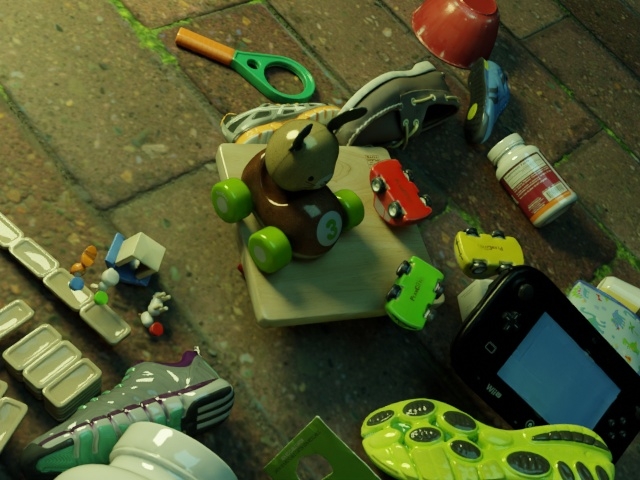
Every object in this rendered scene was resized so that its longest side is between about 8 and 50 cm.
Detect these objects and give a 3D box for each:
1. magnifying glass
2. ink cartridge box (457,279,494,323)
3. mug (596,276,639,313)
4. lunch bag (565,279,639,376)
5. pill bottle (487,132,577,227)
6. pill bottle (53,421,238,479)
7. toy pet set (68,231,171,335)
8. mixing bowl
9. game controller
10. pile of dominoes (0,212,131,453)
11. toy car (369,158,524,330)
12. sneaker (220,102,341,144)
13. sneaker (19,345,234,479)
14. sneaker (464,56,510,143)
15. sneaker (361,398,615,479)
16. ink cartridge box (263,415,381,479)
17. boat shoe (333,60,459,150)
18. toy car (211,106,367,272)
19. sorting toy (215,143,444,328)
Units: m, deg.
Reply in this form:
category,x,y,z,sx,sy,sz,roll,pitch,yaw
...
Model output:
category,x,y,z,sx,sy,sz,roll,pitch,yaw
magnifying glass,-0.118,-0.281,1.113,0.231,0.026,0.092,22,52,-13
ink cartridge box,0.266,0.138,0.983,0.109,0.063,0.150,8,55,-21
mug,0.476,0.094,1.118,0.064,0.062,0.078,36,43,11
lunch bag,0.413,0.154,1.022,0.151,0.096,0.128,29,50,7
pill bottle,0.354,-0.103,1.176,0.086,0.086,0.152,-22,70,-35
pill bottle,-0.195,0.316,0.564,0.182,0.181,0.323,32,50,-2
toy pet set,-0.235,0.045,0.804,0.122,0.065,0.114,40,44,-32
mixing bowl,0.279,-0.435,1.359,0.182,0.098,0.181,12,53,-17
game controller,0.299,0.177,0.889,0.319,0.067,0.166,43,74,-20
pile of dominoes,-0.351,0.096,0.749,0.251,0.040,0.196,38,50,13
toy car,0.131,0.028,0.885,0.239,0.053,0.225,33,51,-2
sneaker,-0.051,-0.173,1.036,0.215,0.084,0.083,-17,49,-40
sneaker,-0.208,0.181,0.735,0.224,0.083,0.098,-13,41,-34
sneaker,0.313,-0.248,1.267,0.082,0.069,0.209,24,51,-14
sneaker,0.191,0.270,0.826,0.296,0.123,0.109,10,46,0
ink cartridge box,0.030,0.318,0.668,0.255,0.188,0.097,44,52,9
boat shoe,0.124,-0.200,1.102,0.096,0.116,0.324,47,39,7
toy car,-0.013,-0.078,0.798,0.155,0.188,0.149,-29,74,-36
sorting toy,0.000,0.000,0.933,0.257,0.089,0.255,-2,60,-27
